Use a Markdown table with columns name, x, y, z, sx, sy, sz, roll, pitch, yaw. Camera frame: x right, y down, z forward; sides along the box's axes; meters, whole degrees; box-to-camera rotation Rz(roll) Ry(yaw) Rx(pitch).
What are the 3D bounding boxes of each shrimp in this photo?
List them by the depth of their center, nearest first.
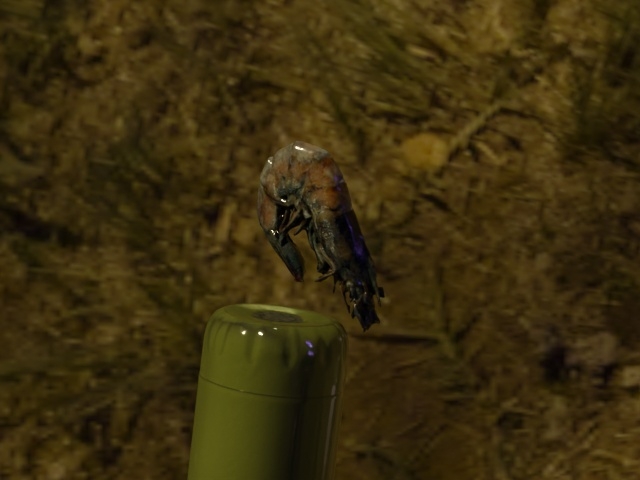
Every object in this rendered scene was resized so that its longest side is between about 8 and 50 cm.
| name | x | y | z | sx | sy | sz | roll | pitch | yaw |
| --- | --- | --- | --- | --- | --- | --- | --- | --- | --- |
| shrimp | 0.000 | 0.000 | 1.366 | 0.091 | 0.034 | 0.161 | -23 | 91 | 37 |

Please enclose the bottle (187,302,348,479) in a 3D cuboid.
| name | x | y | z | sx | sy | sz | roll | pitch | yaw |
| --- | --- | --- | --- | --- | --- | --- | --- | --- | --- |
| bottle | -0.045 | 0.183 | 1.292 | 0.112 | 0.112 | 0.260 | 12 | 99 | 35 |
